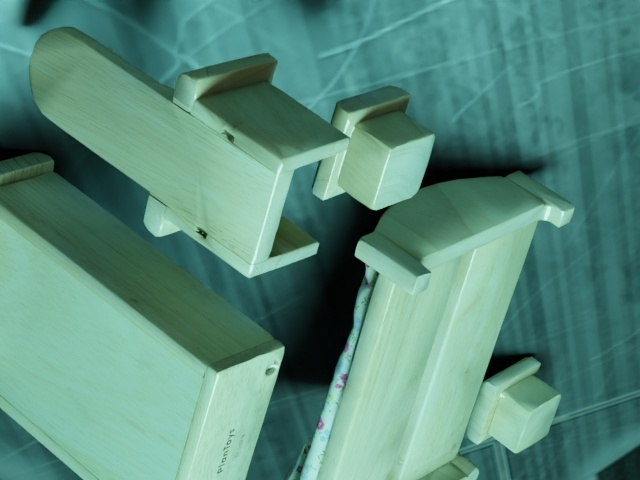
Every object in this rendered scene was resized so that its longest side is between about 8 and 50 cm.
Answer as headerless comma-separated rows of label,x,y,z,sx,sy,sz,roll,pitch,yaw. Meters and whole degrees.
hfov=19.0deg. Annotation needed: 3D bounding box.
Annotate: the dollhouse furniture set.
dollhouse furniture set,0.000,0.000,1.002,0.355,0.174,0.303,-21,137,-46
